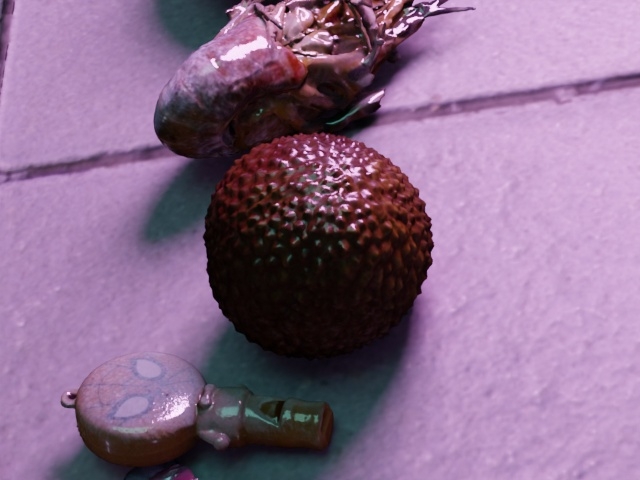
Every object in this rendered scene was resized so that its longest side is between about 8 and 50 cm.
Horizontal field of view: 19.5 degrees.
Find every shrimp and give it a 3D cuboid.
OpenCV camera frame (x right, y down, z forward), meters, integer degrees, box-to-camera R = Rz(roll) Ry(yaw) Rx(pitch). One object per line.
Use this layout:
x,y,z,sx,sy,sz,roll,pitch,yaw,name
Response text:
0.002,-0.177,1.635,0.343,0.145,0.116,-30,52,-16,shrimp

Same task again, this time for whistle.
-0.099,0.137,1.462,0.220,0.057,0.107,3,37,13,whistle

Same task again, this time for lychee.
-0.004,0.002,1.469,0.194,0.194,0.194,-8,50,10,lychee

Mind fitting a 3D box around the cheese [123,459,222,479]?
-0.102,0.208,1.415,0.095,0.038,0.145,-32,41,-15,cheese
